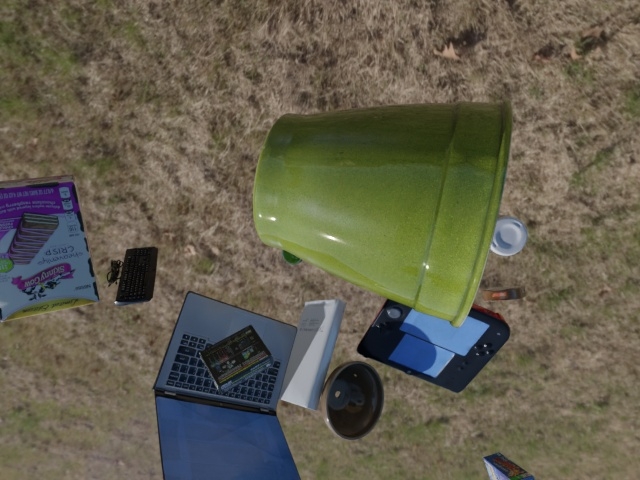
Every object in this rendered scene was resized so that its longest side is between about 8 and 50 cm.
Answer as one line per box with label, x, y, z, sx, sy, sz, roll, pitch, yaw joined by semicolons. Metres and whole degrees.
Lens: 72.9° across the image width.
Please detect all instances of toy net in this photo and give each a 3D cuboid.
toy net;-0.111;-0.043;1.244;0.232;0.045;0.122;45;117;15

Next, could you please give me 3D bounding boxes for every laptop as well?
laptop;-0.196;0.384;1.117;0.382;0.407;0.236;27;160;-36

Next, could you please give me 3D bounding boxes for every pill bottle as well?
pill bottle;0.436;-0.020;1.085;0.094;0.169;0.094;0;97;1

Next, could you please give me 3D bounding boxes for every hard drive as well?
hard drive;-0.034;0.375;1.472;0.047;0.352;0.233;29;157;-24

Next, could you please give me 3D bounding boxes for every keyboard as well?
keyboard;-0.400;0.063;0.911;0.100;0.192;0.038;-10;124;-11

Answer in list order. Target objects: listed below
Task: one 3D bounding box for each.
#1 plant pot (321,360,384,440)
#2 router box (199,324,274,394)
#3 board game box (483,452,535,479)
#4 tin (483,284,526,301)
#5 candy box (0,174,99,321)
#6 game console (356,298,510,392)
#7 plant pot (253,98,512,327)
plant pot;0.083;0.506;1.399;0.237;0.237;0.110;36;154;-26
router box;-0.169;0.239;0.878;0.123;0.092;0.038;-26;139;-22
board game box;0.343;0.476;0.716;0.035;0.201;0.136;-16;169;-3
tin;0.547;0.157;1.291;0.106;0.040;0.190;-14;171;30
candy box;-0.497;0.011;0.764;0.159;0.071;0.233;-11;113;-24
game console;0.350;0.309;1.362;0.387;0.060;0.341;23;117;-3
plant pot;0.089;-0.072;0.739;0.353;0.366;0.366;11;137;13
